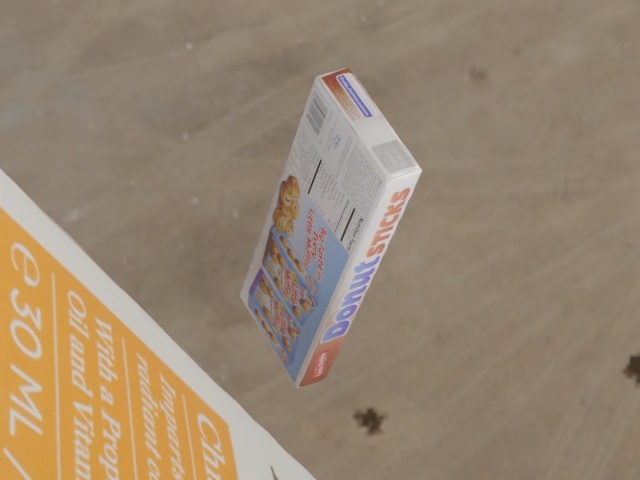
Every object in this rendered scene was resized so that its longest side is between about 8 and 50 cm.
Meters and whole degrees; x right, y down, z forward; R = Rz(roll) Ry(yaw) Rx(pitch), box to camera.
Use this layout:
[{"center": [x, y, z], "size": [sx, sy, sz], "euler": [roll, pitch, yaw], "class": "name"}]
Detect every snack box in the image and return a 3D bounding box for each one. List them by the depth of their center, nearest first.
[{"center": [0.000, 0.000, 0.717], "size": [0.022, 0.178, 0.064], "euler": [-20, 62, -28], "class": "snack box"}]

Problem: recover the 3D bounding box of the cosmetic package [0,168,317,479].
[{"center": [-0.044, 0.202, 0.482], "size": [0.162, 0.453, 0.230], "euler": [-26, 44, 14], "class": "cosmetic package"}]
